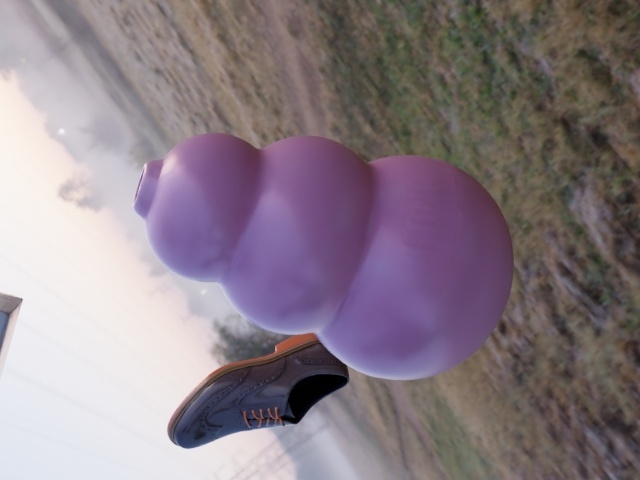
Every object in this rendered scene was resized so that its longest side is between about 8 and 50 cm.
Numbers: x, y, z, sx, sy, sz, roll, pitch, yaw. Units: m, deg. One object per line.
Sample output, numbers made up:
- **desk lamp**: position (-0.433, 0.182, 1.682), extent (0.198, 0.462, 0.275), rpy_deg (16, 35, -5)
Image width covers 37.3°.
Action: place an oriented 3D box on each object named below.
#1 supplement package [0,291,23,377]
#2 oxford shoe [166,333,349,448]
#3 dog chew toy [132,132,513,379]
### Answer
- **supplement package**: position (-0.337, 0.076, 0.733), extent (0.179, 0.105, 0.105), rpy_deg (15, -179, -12)
- **oxford shoe**: position (-0.087, 0.224, 1.332), extent (0.098, 0.271, 0.096), rpy_deg (53, 170, 50)
- **dog chew toy**: position (0.000, 0.000, 0.841), extent (0.332, 0.206, 0.206), rpy_deg (18, -177, -16)
